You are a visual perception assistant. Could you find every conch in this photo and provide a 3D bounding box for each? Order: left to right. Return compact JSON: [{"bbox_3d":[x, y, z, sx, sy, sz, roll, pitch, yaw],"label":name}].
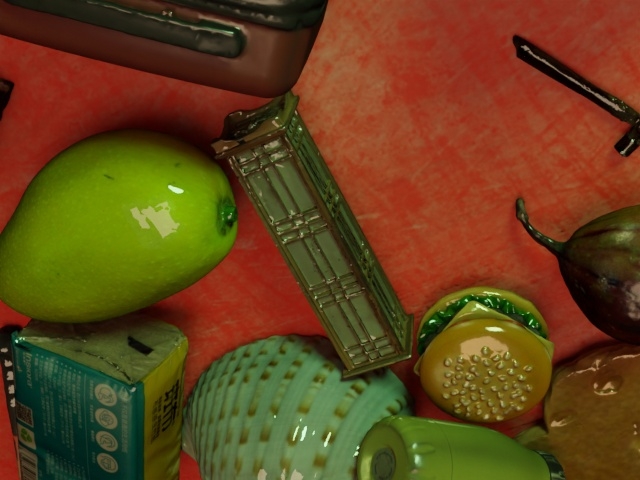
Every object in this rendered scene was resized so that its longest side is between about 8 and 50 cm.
[{"bbox_3d":[-0.031,0.282,1.081,0.319,0.215,0.303,7,110,3],"label":"conch"}]

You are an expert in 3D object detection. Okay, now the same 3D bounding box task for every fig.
[{"bbox_3d":[0.315,0.035,0.914,0.202,0.149,0.148,-2,101,-1],"label":"fig"}]

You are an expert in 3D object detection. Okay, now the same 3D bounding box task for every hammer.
[{"bbox_3d":[-0.403,0.250,1.183,0.033,0.111,0.288,2,112,3],"label":"hammer"},{"bbox_3d":[0.263,-0.150,0.891,0.178,0.021,0.065,30,121,-9],"label":"hammer"}]

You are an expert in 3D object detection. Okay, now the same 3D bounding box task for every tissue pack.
[{"bbox_3d":[-0.270,0.217,1.103,0.192,0.134,0.271,19,123,16],"label":"tissue pack"}]

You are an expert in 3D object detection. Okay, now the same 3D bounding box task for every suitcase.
[{"bbox_3d":[-0.131,-0.249,0.766,0.297,0.236,0.161,15,121,0],"label":"suitcase"}]

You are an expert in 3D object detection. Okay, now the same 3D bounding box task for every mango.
[{"bbox_3d":[-0.246,-0.007,0.970,0.343,0.156,0.192,-23,105,26],"label":"mango"}]

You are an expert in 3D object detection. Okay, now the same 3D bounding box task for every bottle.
[{"bbox_3d":[0.170,0.266,1.007,0.260,0.112,0.112,14,125,-33],"label":"bottle"}]

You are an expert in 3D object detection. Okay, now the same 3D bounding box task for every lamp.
[{"bbox_3d":[0.000,0.000,0.977,0.089,0.090,0.325,-21,114,19],"label":"lamp"}]

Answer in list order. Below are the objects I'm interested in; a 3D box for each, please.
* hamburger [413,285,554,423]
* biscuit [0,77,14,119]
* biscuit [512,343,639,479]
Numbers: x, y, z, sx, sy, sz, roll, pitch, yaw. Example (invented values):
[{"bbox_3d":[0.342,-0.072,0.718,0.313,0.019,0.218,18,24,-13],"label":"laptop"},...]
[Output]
[{"bbox_3d":[0.185,0.132,1.011,0.162,0.115,0.162,4,122,6],"label":"hamburger"},{"bbox_3d":[-0.438,-0.099,0.993,0.106,0.070,0.252,27,120,-9],"label":"biscuit"},{"bbox_3d":[0.403,0.225,1.069,0.376,0.051,0.269,-32,109,26],"label":"biscuit"}]
